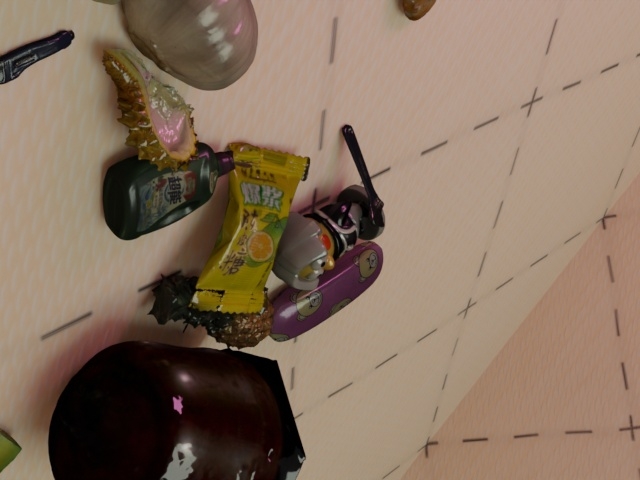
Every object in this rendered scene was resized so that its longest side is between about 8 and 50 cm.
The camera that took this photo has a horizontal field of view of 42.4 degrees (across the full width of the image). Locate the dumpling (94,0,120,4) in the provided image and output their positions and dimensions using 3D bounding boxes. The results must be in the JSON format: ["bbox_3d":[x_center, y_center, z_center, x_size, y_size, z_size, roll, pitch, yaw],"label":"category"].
[{"bbox_3d":[-0.242,-0.362,0.903,0.179,0.131,0.252,16,143,-36],"label":"dumpling"}]

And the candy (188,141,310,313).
[{"bbox_3d":[-0.117,-0.015,1.417,0.187,0.081,0.297,9,97,-48],"label":"candy"}]

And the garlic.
[{"bbox_3d":[-0.152,-0.292,1.092,0.178,0.143,0.229,-47,140,-2],"label":"garlic"}]

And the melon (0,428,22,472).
[{"bbox_3d":[-0.575,0.352,1.301,0.210,0.064,0.117,-21,133,-42],"label":"melon"}]

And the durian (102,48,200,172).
[{"bbox_3d":[-0.249,-0.179,1.136,0.224,0.079,0.140,54,33,-46],"label":"durian"}]

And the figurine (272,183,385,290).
[{"bbox_3d":[0.000,0.000,1.590,0.236,0.133,0.176,-31,152,-36],"label":"figurine"}]

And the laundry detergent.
[{"bbox_3d":[-0.224,-0.085,1.274,0.222,0.078,0.144,-24,141,-39],"label":"laundry detergent"}]

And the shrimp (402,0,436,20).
[{"bbox_3d":[0.190,-0.473,1.427,0.132,0.052,0.187,-45,159,-46],"label":"shrimp"}]

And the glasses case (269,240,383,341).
[{"bbox_3d":[0.013,0.108,1.764,0.316,0.076,0.123,-32,144,-27],"label":"glasses case"}]

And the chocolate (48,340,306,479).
[{"bbox_3d":[-0.270,0.318,1.398,0.383,0.384,0.331,-49,140,-3],"label":"chocolate"}]

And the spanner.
[{"bbox_3d":[0.082,-0.120,1.559,0.046,0.012,0.208,-31,106,-41],"label":"spanner"}]

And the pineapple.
[{"bbox_3d":[-0.197,0.126,1.487,0.248,0.128,0.128,21,106,-52],"label":"pineapple"}]

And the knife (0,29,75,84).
[{"bbox_3d":[-0.353,-0.228,1.017,0.121,0.018,0.031,-34,138,-26],"label":"knife"}]
